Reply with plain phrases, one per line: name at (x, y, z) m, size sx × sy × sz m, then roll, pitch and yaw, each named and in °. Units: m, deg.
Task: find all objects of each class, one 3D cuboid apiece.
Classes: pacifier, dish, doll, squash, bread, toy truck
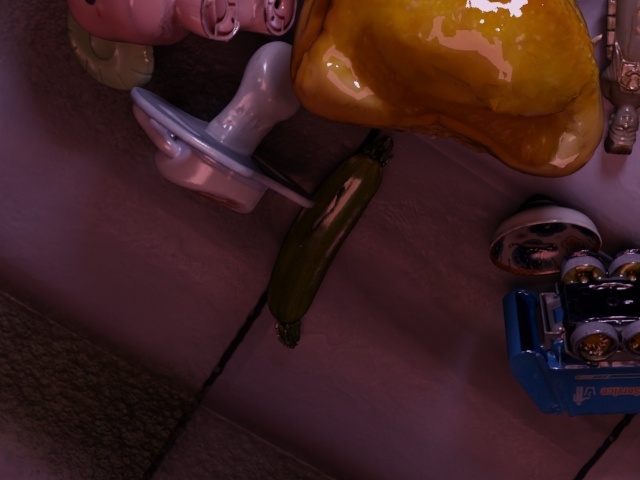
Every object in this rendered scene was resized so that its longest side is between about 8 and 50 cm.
pacifier at (-0.098, -0.150, 1.622) m, size 0.207 × 0.279 × 0.227 m, roll -53°, pitch 53°, yaw 9°
dish at (0.278, -0.021, 1.713) m, size 0.141 × 0.078 × 0.141 m, roll -2°, pitch 150°, yaw -1°
doll at (-0.192, -0.312, 1.598) m, size 0.268 × 0.216 × 0.284 m, roll 17°, pitch 108°, yaw 37°
squash at (-0.003, 0.000, 1.747) m, size 0.080 × 0.071 × 0.318 m, roll 25°, pitch 112°, yaw -5°
bread at (0.155, -0.221, 1.492) m, size 0.361 × 0.394 × 0.250 m, roll 15°, pitch 97°, yaw 4°
toy truck at (0.413, 0.115, 1.694) m, size 0.367 × 0.146 × 0.175 m, roll -1°, pitch 133°, yaw 5°

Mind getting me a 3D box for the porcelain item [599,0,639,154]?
porcelain item at (0.374, -0.202, 1.637) m, size 0.084 × 0.054 × 0.213 m, roll 7°, pitch 113°, yaw 5°
